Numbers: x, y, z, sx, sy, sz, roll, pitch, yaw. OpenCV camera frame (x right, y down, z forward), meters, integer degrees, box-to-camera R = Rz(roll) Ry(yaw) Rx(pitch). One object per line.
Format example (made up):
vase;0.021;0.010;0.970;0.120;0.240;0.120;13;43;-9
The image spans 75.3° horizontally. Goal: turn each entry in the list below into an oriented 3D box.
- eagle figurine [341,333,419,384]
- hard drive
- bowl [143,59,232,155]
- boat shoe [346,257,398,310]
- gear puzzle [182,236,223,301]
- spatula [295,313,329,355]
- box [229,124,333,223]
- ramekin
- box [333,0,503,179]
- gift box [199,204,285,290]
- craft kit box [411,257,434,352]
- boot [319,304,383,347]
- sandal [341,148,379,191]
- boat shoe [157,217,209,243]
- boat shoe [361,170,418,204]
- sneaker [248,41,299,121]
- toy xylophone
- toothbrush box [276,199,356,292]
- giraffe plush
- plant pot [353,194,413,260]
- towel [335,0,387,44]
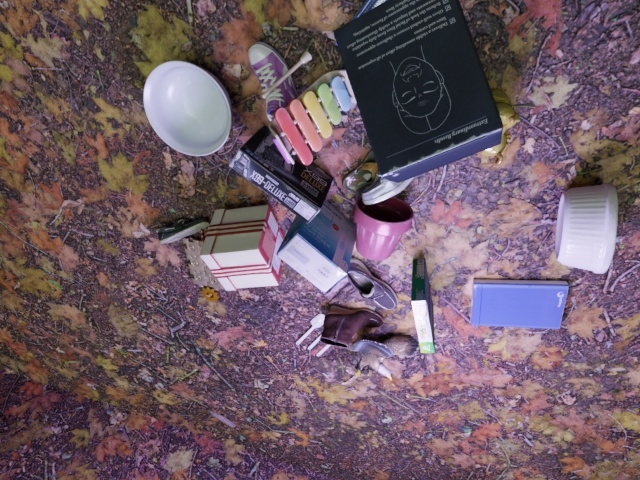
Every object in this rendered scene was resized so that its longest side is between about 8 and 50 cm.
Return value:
eagle figurine;0.242;0.480;1.740;0.225;0.226;0.298;31;120;0
hard drive;0.742;0.242;1.572;0.318;0.040;0.211;0;122;14
bowl;-0.408;-0.441;1.357;0.297;0.134;0.298;7;124;10
boat shoe;0.196;0.191;1.642;0.102;0.092;0.285;-35;109;30
gear puzzle;-0.487;0.133;1.804;0.175;0.044;0.339;9;123;17
spatula;-0.001;0.438;1.900;0.168;0.019;0.242;31;125;-14
box;-0.115;-0.223;1.362;0.307;0.243;0.076;36;123;-10
ramekin;0.793;-0.038;1.254;0.127;0.273;0.273;5;124;25
box;0.251;-0.386;1.053;0.293;0.212;0.396;-19;86;23
gift box;-0.286;0.021;1.565;0.257;0.277;0.255;-7;134;13
craft kit box;0.380;0.237;1.533;0.060;0.250;0.247;-9;119;19
boot;0.129;0.368;1.703;0.248;0.207;0.090;11;124;7
sandal;0.155;-0.234;1.397;0.219;0.060;0.090;-34;109;30
boat shoe;-0.561;-0.053;1.680;0.232;0.084;0.079;-18;82;17
boat shoe;0.257;-0.230;1.323;0.320;0.118;0.103;-35;103;14
sneaker;-0.140;-0.461;1.264;0.102;0.161;0.282;-22;113;27
toy xylophone;-0.037;-0.389;1.219;0.323;0.081;0.236;-51;136;-6
toothbrush box;0.000;0.000;1.445;0.216;0.296;0.126;40;122;-12
giraffe plush;0.486;-0.321;1.203;0.210;0.181;0.171;18;139;23
plant pot;0.201;-0.039;1.425;0.201;0.201;0.180;13;123;5
towel;0.237;-0.545;1.189;0.336;0.040;0.243;39;122;-12
